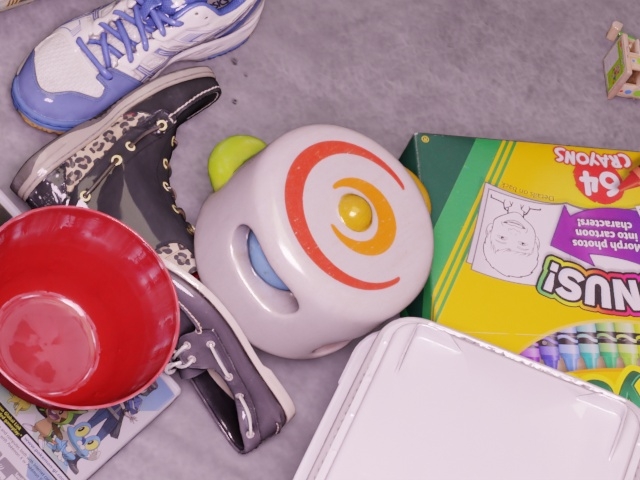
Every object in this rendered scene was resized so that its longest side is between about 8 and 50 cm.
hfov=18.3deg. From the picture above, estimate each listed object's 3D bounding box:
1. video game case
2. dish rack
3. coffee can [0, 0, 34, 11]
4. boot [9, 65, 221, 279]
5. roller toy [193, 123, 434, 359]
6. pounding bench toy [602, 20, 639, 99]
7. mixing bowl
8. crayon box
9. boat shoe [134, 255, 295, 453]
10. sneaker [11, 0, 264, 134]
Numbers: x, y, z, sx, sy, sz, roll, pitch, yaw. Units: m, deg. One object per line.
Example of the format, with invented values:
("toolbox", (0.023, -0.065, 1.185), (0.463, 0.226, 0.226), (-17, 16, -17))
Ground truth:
("video game case", (-0.328, 0.100, 1.695), (0.329, 0.036, 0.300), (47, 56, 2))
("dish rack", (0.126, 0.205, 1.639), (0.285, 0.072, 0.333), (22, 48, 6))
("coffee can", (-0.344, -0.301, 1.854), (0.275, 0.201, 0.201), (-23, 70, -30))
("boot", (-0.148, -0.046, 1.849), (0.236, 0.085, 0.179), (-34, 80, -33))
("roller toy", (0.000, 0.000, 1.779), (0.209, 0.146, 0.191), (21, 57, -27))
("pounding bench toy", (0.342, -0.194, 2.128), (0.065, 0.052, 0.083), (7, 58, -16))
("mixing bowl", (-0.220, 0.071, 1.678), (0.181, 0.098, 0.181), (11, 63, -22))
("crayon box", (0.260, 0.066, 1.908), (0.362, 0.106, 0.313), (4, 59, -16))
("boat shoe", (-0.103, 0.101, 1.745), (0.065, 0.075, 0.206), (-46, 112, -23))
("sneaker", (-0.170, -0.211, 1.907), (0.296, 0.131, 0.112), (-36, 79, -31))
